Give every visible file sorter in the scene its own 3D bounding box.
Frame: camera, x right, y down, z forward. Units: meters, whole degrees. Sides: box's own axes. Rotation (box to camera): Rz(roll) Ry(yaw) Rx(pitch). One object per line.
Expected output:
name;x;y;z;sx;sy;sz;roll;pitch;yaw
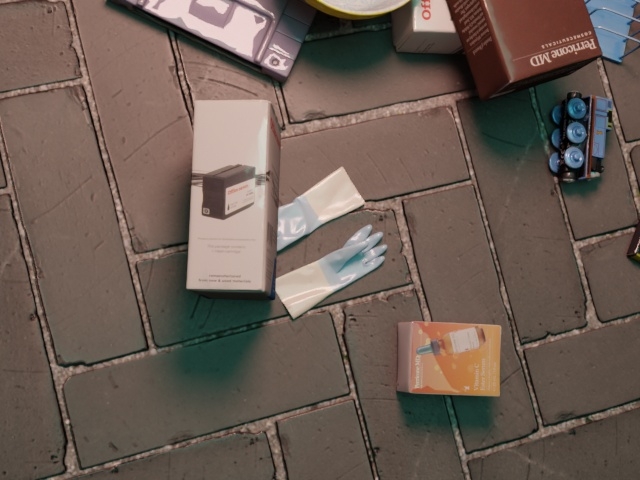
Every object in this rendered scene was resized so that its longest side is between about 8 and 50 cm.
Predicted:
file sorter;0.587;-0.463;1.740;0.118;0.104;0.170;18;79;-10

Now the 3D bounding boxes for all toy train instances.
toy train;0.510;-0.199;1.706;0.105;0.080;0.184;8;81;-17

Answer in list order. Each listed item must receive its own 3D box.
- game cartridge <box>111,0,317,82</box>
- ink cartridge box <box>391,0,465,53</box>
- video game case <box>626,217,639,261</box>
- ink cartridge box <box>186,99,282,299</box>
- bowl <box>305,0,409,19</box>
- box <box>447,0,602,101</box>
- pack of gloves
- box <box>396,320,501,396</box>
game cartridge;-0.180;-0.468;1.606;0.355;0.068;0.230;24;83;-8
ink cartridge box;0.287;-0.472;1.669;0.289;0.121;0.211;-2;84;-12
video game case;0.771;-0.040;1.762;0.248;0.035;0.275;26;78;-7
ink cartridge box;-0.140;-0.059;1.468;0.129;0.223;0.307;1;83;3
bowl;0.043;-0.517;1.554;0.289;0.156;0.289;1;86;-15
box;0.327;-0.461;1.543;0.191;0.143;0.381;-19;90;-13
pack of gloves;0.000;0.000;1.590;0.232;0.046;0.195;-31;91;-14
box;0.231;0.215;1.587;0.170;0.091;0.130;3;83;-12
